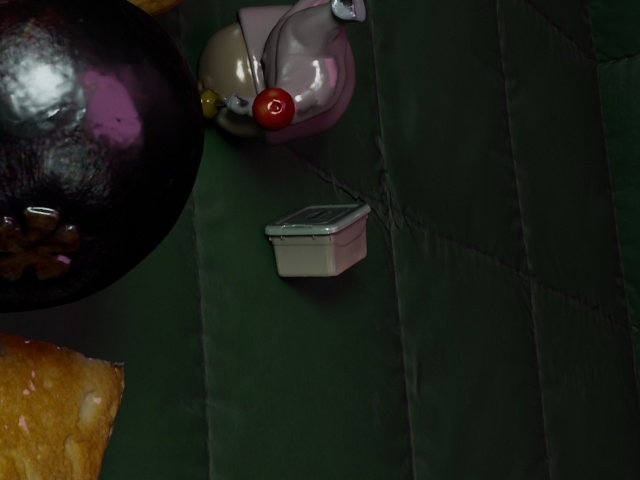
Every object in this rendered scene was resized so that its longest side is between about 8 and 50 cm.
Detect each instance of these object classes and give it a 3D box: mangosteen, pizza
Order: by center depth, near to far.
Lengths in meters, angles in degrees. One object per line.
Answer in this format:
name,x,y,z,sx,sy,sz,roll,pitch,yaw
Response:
mangosteen,-0.228,-0.096,1.321,0.275,0.275,0.302,48,18,-46
pizza,-0.245,0.186,1.366,0.182,0.073,0.365,64,29,-30

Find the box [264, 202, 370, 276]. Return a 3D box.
box,0.000,0.000,1.945,0.122,0.089,0.062,-29,115,-63

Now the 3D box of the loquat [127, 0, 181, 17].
loquat,-0.188,-0.320,1.507,0.275,0.274,0.275,38,46,-53

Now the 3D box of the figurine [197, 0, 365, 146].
figurine,-0.044,-0.184,1.815,0.287,0.186,0.176,-155,-119,-78
